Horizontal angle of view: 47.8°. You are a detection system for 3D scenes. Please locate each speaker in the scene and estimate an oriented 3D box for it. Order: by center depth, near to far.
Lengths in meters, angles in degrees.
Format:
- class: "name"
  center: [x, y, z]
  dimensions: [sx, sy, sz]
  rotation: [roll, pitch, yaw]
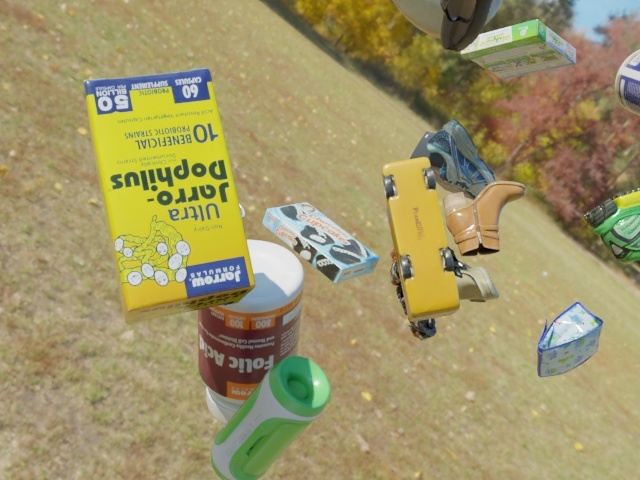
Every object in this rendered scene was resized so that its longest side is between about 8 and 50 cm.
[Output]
- class: "speaker"
  center: [-0.100, 0.344, 1.357]
  dimensions: [0.131, 0.296, 0.131]
  rotation: [23, 38, -19]

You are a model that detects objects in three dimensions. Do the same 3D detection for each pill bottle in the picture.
- class: "pill bottle"
  center: [0.740, -0.311, 1.502]
  dimensions: [0.153, 0.153, 0.264]
  rotation: [35, 16, -17]
- class: "pill bottle"
  center: [-0.158, 0.215, 1.591]
  dimensions: [0.224, 0.392, 0.224]
  rotation: [4, 35, -2]

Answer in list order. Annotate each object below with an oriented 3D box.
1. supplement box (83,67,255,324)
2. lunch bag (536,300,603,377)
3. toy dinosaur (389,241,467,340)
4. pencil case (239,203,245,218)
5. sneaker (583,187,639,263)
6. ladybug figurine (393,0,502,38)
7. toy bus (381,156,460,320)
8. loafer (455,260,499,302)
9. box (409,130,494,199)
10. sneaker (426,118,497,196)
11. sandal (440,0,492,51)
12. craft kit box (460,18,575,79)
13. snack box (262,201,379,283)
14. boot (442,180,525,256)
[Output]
- class: "supplement box"
  center: [-0.246, -0.065, 1.155]
  dimensions: [0.195, 0.194, 0.356]
  rotation: [140, -62, -71]
- class: "lunch bag"
  center: [0.543, 0.230, 1.616]
  dimensions: [0.096, 0.151, 0.128]
  rotation: [44, -19, 40]
- class: "toy dinosaur"
  center: [0.232, 0.088, 1.849]
  dimensions: [0.322, 0.164, 0.218]
  rotation: [56, -26, 8]
- class: "pencil case"
  center: [-0.332, -0.011, 2.114]
  dimensions: [0.113, 0.273, 0.124]
  rotation: [39, 25, 1]
- class: "sneaker"
  center: [0.686, -0.037, 1.474]
  dimensions: [0.344, 0.134, 0.146]
  rotation: [-17, 76, -28]
- class: "ladybug figurine"
  center: [0.304, -0.680, 1.802]
  dimensions: [0.162, 0.305, 0.449]
  rotation: [48, 29, -73]
- class: "toy bus"
  center: [0.211, -0.002, 1.549]
  dimensions: [0.130, 0.108, 0.332]
  rotation: [72, 7, -77]
- class: "loafer"
  center: [0.407, 0.126, 2.001]
  dimensions: [0.101, 0.092, 0.268]
  rotation: [62, -6, -9]
- class: "box"
  center: [0.403, -0.230, 2.218]
  dimensions: [0.207, 0.108, 0.153]
  rotation: [34, -3, -36]
- class: "sneaker"
  center: [0.390, -0.186, 1.966]
  dimensions: [0.283, 0.122, 0.110]
  rotation: [55, 11, -12]
- class: "sandal"
  center: [0.184, -0.340, 0.867]
  dimensions: [0.055, 0.254, 0.097]
  rotation: [3, 56, -9]
- class: "craft kit box"
  center: [0.591, -0.564, 2.160]
  dimensions: [0.250, 0.060, 0.247]
  rotation: [-3, -8, 43]
- class: "snack box"
  center: [0.000, 0.000, 2.168]
  dimensions: [0.322, 0.060, 0.187]
  rotation: [38, 31, 28]
- class: "boot"
  center: [0.381, -0.045, 1.621]
  dimensions: [0.073, 0.197, 0.152]
  rotation: [71, 6, -61]
